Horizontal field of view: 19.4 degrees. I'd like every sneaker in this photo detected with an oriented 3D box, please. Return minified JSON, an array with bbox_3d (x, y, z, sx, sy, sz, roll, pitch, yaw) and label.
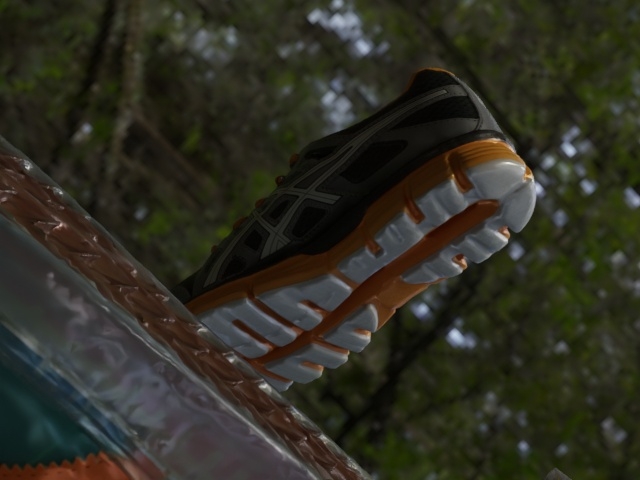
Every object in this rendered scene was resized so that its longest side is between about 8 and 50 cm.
[{"bbox_3d":[-0.066,0.069,0.443,0.121,0.302,0.108,-44,-157,1],"label":"sneaker"},{"bbox_3d":[0.000,0.000,0.872,0.215,0.084,0.083,-30,-128,18],"label":"sneaker"}]

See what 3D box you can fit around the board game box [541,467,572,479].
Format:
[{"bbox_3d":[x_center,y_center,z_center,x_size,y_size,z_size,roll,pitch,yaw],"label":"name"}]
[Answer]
[{"bbox_3d":[0.144,0.181,0.858,0.026,0.154,0.103,-40,-128,-20],"label":"board game box"}]
